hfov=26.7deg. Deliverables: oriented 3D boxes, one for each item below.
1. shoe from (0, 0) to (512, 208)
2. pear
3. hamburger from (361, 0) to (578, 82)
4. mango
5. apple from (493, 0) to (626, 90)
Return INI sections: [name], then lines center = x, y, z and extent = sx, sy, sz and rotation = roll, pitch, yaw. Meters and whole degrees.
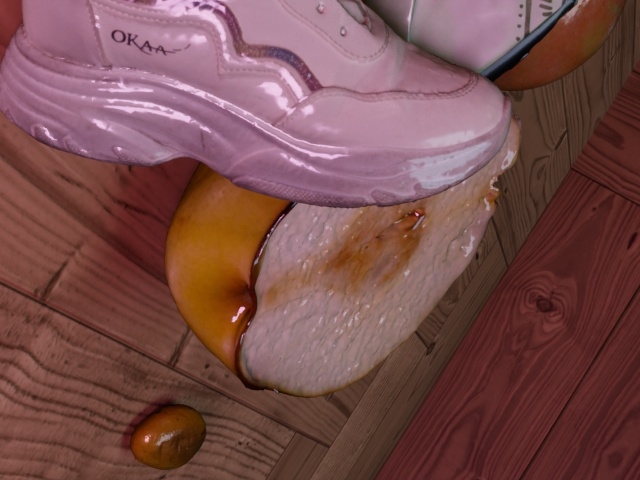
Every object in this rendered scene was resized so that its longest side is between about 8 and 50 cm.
[shoe]
center = -0.034, -0.145, 0.867
extent = 0.132, 0.342, 0.210
rotation = -85, -175, -61
[pear]
center = -0.003, -0.036, 1.275
extent = 0.386, 0.191, 0.340
rotation = -20, 133, -45
[hamburger]
center = 0.078, -0.209, 0.993
extent = 0.235, 0.214, 0.125
rotation = -41, 175, 19
[mango]
center = -0.169, 0.217, 1.487
extent = 0.079, 0.057, 0.114
rotation = -59, 154, 13
[apple]
center = 0.180, -0.269, 1.298
extent = 0.253, 0.254, 0.253
rotation = -50, 160, -25
